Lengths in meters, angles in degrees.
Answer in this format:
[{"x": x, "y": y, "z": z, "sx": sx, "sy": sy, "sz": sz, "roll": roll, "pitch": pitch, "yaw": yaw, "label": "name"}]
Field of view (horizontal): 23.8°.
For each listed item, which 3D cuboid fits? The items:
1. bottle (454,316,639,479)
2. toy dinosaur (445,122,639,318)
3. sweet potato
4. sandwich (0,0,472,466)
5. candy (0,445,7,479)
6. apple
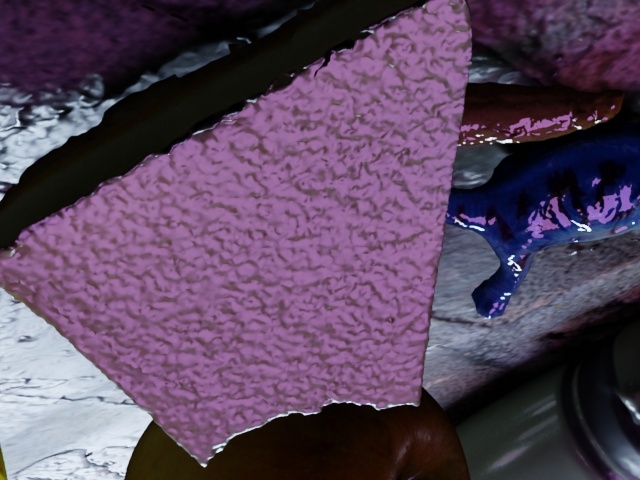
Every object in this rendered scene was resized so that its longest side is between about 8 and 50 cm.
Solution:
[{"x": 0.217, "y": 0.184, "z": 1.281, "sx": 0.168, "sy": 0.168, "sz": 0.347, "roll": 5, "pitch": 144, "yaw": -42, "label": "bottle"}, {"x": 0.153, "y": -0.026, "z": 0.856, "sx": 0.329, "sy": 0.076, "sz": 0.144, "roll": -5, "pitch": 150, "yaw": -3, "label": "toy dinosaur"}, {"x": 0.041, "y": -0.048, "z": 0.745, "sx": 0.214, "sy": 0.050, "sz": 0.050, "roll": -17, "pitch": 158, "yaw": 5, "label": "sweet potato"}, {"x": 0.000, "y": 0.000, "z": 0.710, "sx": 0.245, "sy": 0.063, "sz": 0.212, "roll": -27, "pitch": 130, "yaw": 16, "label": "sandwich"}, {"x": -0.255, "y": 0.077, "z": 0.777, "sx": 0.146, "sy": 0.088, "sz": 0.276, "roll": -14, "pitch": 158, "yaw": -6, "label": "candy"}, {"x": -0.018, "y": 0.178, "z": 1.032, "sx": 0.208, "sy": 0.236, "sz": 0.237, "roll": -10, "pitch": 165, "yaw": 35, "label": "apple"}]
